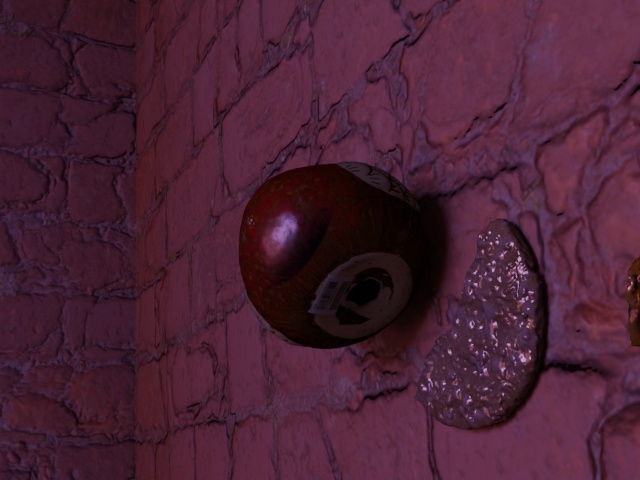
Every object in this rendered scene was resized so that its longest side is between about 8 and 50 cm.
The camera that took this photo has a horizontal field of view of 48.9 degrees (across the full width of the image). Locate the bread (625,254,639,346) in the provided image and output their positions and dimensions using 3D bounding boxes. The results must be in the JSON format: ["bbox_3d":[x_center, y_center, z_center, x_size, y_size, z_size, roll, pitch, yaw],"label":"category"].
[{"bbox_3d":[0.307,0.028,0.401,0.240,0.139,0.240,-14,74,61],"label":"bread"}]

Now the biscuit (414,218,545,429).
[{"bbox_3d":[0.178,0.112,0.750,0.133,0.032,0.250,51,129,51],"label":"biscuit"}]

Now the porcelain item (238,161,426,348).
[{"bbox_3d":[0.000,0.000,0.874,0.253,0.252,0.253,-16,72,61],"label":"porcelain item"}]
